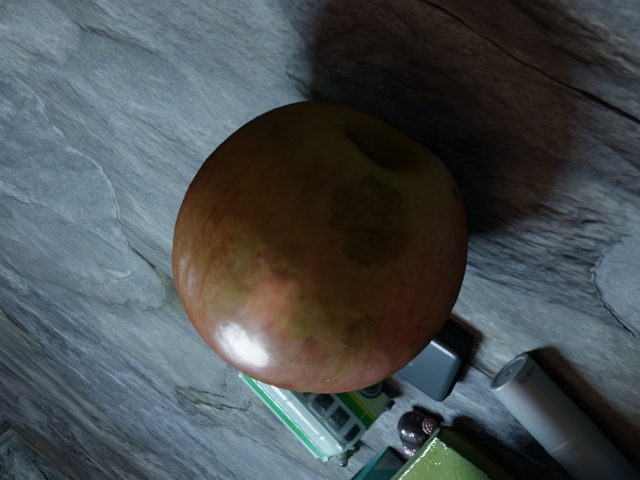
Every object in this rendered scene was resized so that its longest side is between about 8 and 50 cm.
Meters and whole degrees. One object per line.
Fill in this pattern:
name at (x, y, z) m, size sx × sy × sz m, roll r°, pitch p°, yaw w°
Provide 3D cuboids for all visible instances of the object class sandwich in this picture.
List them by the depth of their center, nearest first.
sandwich at (0.250, 0.447, 1.558) m, size 0.245 × 0.063 × 0.212 m, roll 38°, pitch 128°, yaw 6°

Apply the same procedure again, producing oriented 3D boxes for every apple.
apple at (0.000, 0.000, 1.131) m, size 0.364 × 0.364 × 0.364 m, roll 30°, pitch 145°, yaw 23°

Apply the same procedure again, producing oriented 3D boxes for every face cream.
face cream at (0.349, 0.274, 1.291) m, size 0.250 × 0.077 × 0.077 m, roll 47°, pitch 148°, yaw -1°

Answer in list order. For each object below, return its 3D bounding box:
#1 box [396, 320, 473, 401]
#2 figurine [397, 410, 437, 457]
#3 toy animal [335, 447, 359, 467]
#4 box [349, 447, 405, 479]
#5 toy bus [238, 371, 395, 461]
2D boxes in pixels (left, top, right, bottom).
box at (0.121, 0.145, 1.431) m, size 0.230 × 0.050 × 0.160 m, roll 34°, pitch 146°, yaw 17°
figurine at (0.172, 0.349, 1.604) m, size 0.072 × 0.054 × 0.129 m, roll 19°, pitch 142°, yaw 29°
toy animal at (-0.020, 0.348, 1.810) m, size 0.217 × 0.073 × 0.176 m, roll 32°, pitch 161°, yaw 27°
box at (0.129, 0.557, 1.829) m, size 0.205 × 0.118 × 0.311 m, roll 38°, pitch 148°, yaw 7°
toy bus at (-0.025, 0.240, 1.600) m, size 0.276 × 0.165 × 0.133 m, roll 46°, pitch 147°, yaw -3°
